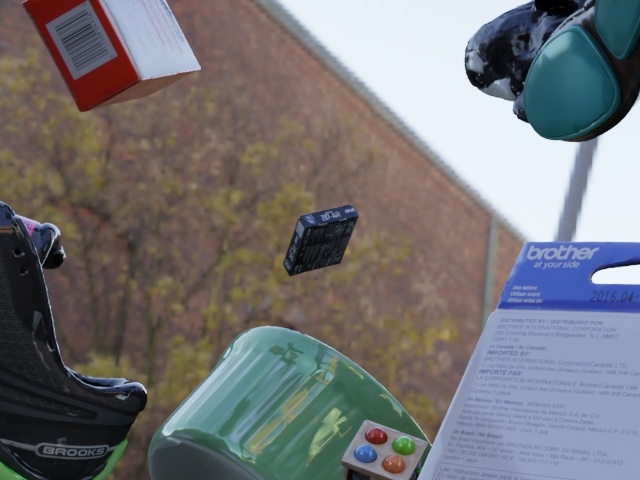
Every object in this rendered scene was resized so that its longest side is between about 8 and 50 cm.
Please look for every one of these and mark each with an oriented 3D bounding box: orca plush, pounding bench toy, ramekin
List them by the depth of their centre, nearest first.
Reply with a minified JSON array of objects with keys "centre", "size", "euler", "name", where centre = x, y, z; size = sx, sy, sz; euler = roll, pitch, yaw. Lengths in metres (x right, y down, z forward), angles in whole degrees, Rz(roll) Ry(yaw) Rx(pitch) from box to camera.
[{"centre":[0.060,0.183,1.068],"size":[0.083,0.052,0.065],"euler":[18,-54,15],"name":"pounding bench toy"},{"centre":[0.219,-0.181,1.228],"size":[0.102,0.151,0.287],"euler":[49,-13,-30],"name":"orca plush"},{"centre":[-0.029,0.249,1.396],"size":[0.303,0.148,0.303],"euler":[31,-37,26],"name":"ramekin"}]

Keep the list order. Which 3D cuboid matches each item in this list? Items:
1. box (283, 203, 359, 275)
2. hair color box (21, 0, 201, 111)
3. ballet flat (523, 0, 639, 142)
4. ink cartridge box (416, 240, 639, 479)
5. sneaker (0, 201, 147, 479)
[{"centre":[0.000,0.000,1.531],"size":[0.067,0.018,0.083],"euler":[-14,-34,-27],"name":"box"},{"centre":[-0.120,-0.120,0.839],"size":[0.043,0.072,0.141],"euler":[-27,4,13],"name":"hair color box"},{"centre":[0.242,-0.155,1.083],"size":[0.096,0.095,0.280],"euler":[-20,-14,-16],"name":"ballet flat"},{"centre":[0.137,0.137,0.727],"size":[0.185,0.311,0.065],"euler":[-1,-37,42],"name":"ink cartridge box"},{"centre":[-0.336,0.021,1.223],"size":[0.483,0.202,0.185],"euler":[51,-10,-13],"name":"sneaker"}]
